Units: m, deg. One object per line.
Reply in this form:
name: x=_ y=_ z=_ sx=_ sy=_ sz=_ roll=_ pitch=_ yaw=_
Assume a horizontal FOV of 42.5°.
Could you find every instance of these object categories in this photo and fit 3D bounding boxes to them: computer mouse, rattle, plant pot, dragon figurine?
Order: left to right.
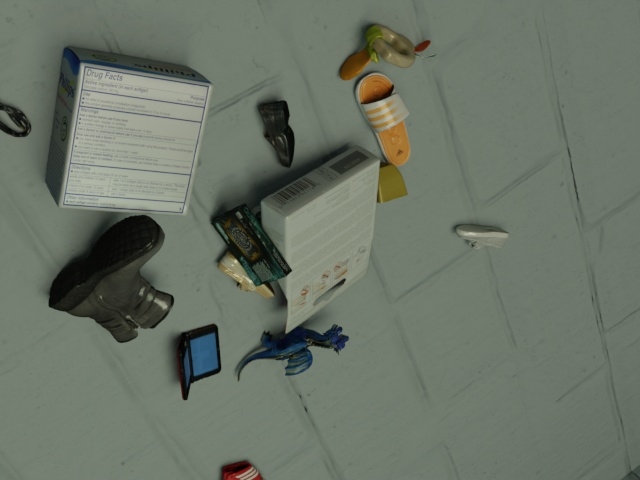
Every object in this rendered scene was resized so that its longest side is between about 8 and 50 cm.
computer mouse: x=-0.622 y=-0.288 z=1.531 sx=0.071 sy=0.041 sz=0.242 roll=-46 pitch=134 yaw=-24
dragon figurine: x=-0.073 y=0.276 z=2.046 sx=0.289 sy=0.144 sz=0.085 roll=-28 pitch=123 yaw=-16
plant pot: x=0.155 y=-0.146 z=2.020 sx=0.081 sy=0.081 sz=0.083 roll=-18 pitch=107 yaw=-22
rattle: x=0.162 y=-0.413 z=1.901 sx=0.199 sy=0.130 sz=0.143 roll=-13 pitch=134 yaw=-55

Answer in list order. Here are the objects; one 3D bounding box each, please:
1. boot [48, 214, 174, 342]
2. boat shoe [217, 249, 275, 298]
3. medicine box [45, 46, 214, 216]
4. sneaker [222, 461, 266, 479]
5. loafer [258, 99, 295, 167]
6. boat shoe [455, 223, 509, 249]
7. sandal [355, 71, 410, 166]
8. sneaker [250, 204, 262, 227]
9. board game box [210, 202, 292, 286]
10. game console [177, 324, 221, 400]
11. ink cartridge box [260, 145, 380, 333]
boot: x=-0.391 y=0.085 z=1.744 sx=0.338 sy=0.118 sz=0.222 roll=-30 pitch=135 yaw=30
boat shoe: x=-0.178 y=0.089 z=1.953 sx=0.059 sy=0.063 sz=0.170 roll=-40 pitch=120 yaw=9
medicine box: x=-0.383 y=-0.210 z=1.631 sx=0.263 sy=0.149 sz=0.289 roll=4 pitch=110 yaw=-31
sneaker: x=-0.257 y=0.675 z=2.184 sx=0.221 sy=0.087 sz=0.128 roll=-41 pitch=119 yaw=-22
loafer: x=-0.096 y=-0.239 z=1.850 sx=0.061 sy=0.062 sz=0.170 roll=0 pitch=127 yaw=12
boat shoe: x=0.440 y=-0.005 z=2.264 sx=0.184 sy=0.066 sz=0.063 roll=1 pitch=112 yaw=-41
sandal: x=0.173 y=-0.282 z=1.962 sx=0.102 sy=0.076 sz=0.265 roll=-36 pitch=126 yaw=-11
sneaker: x=-0.131 y=0.004 z=1.924 sx=0.065 sy=0.076 sz=0.167 roll=-15 pitch=120 yaw=-22
board game box: x=-0.157 y=0.013 z=1.847 sx=0.026 sy=0.126 sz=0.186 roll=-43 pitch=104 yaw=-38
game console: x=-0.289 y=0.292 z=1.970 sx=0.085 sy=0.124 sz=0.144 roll=-2 pitch=116 yaw=0
ink cartridge box: x=0.000 y=0.000 z=1.966 sx=0.308 sy=0.091 sz=0.385 roll=-34 pitch=144 yaw=-33
